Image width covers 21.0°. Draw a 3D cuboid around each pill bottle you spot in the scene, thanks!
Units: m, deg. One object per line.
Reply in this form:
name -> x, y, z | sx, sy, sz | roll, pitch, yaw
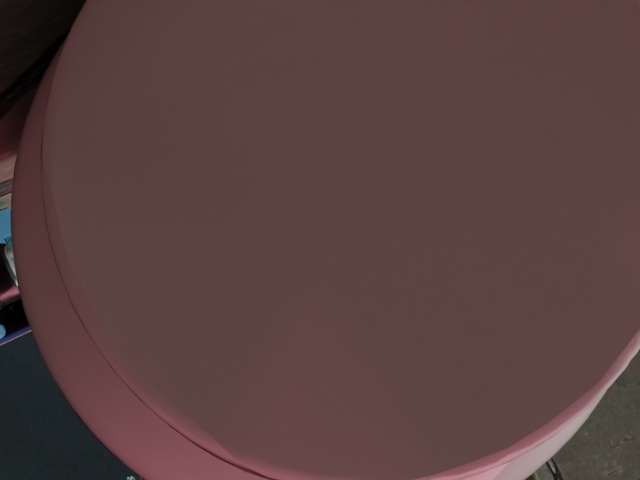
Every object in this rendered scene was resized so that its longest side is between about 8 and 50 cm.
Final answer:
pill bottle -> 0.000, 0.000, 0.620 | 0.210, 0.210, 0.363 | -25, 177, -6

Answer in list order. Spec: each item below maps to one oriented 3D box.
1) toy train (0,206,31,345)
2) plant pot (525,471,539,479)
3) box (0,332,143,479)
toy train -> -0.223, 0.048, 0.863 | 0.184, 0.080, 0.105 | -26, -178, 5
plant pot -> 0.023, 0.202, 1.549 | 0.280, 0.323, 0.323 | -23, 177, 13
box -> -0.277, 0.220, 1.293 | 0.480, 0.297, 0.471 | -27, 174, 29
